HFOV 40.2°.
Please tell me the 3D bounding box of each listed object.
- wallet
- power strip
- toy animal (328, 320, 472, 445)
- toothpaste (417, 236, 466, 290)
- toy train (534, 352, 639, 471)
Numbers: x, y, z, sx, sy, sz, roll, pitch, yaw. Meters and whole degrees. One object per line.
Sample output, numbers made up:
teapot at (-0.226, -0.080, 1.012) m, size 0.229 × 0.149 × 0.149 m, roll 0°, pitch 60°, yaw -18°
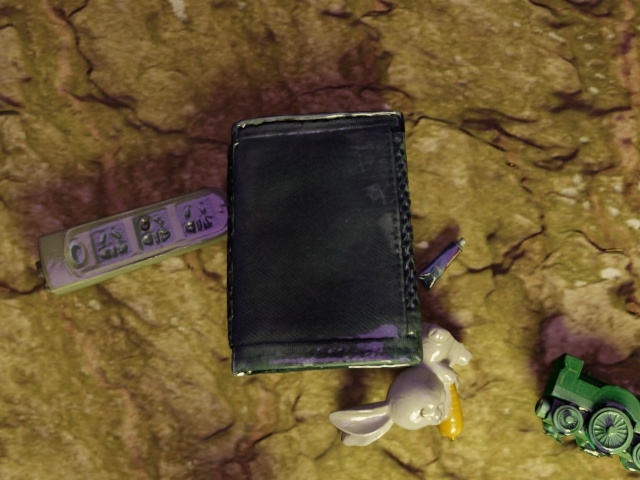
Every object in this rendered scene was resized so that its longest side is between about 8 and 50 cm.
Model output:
wallet at (0.000, 0.000, 1.108) m, size 0.237 × 0.075 × 0.342 m, roll -3°, pitch 68°, yaw 0°
power strip at (-0.237, -0.003, 1.156) m, size 0.286 × 0.048 × 0.080 m, roll -17°, pitch 84°, yaw -2°
toy animal at (0.112, 0.198, 1.112) m, size 0.127 × 0.131 × 0.181 m, roll 21°, pitch 74°, yaw 36°
toothpaste at (0.162, 0.028, 1.155) m, size 0.083 × 0.019 × 0.027 m, roll -46°, pitch 108°, yaw -3°
toy train at (0.363, 0.223, 1.103) m, size 0.178 × 0.071 × 0.104 m, roll 23°, pitch 73°, yaw 5°
